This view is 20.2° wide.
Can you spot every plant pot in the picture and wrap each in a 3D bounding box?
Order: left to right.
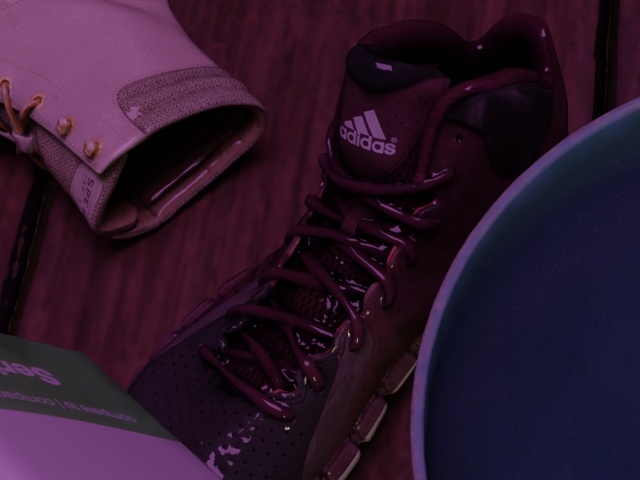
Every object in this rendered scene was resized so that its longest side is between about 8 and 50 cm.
[{"bbox_3d":[0.182,0.109,0.614,0.290,0.195,0.290,-4,53,5],"label":"plant pot"}]

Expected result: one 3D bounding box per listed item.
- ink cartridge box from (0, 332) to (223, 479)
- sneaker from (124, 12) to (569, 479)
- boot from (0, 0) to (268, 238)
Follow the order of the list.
[{"bbox_3d":[-0.081,0.184,0.557,0.289,0.121,0.211,35,99,39],"label":"ink cartridge box"},{"bbox_3d":[0.000,0.000,0.738,0.106,0.162,0.281,34,64,28],"label":"sneaker"},{"bbox_3d":[-0.150,-0.060,0.859,0.213,0.077,0.165,-28,57,-16],"label":"boot"}]
